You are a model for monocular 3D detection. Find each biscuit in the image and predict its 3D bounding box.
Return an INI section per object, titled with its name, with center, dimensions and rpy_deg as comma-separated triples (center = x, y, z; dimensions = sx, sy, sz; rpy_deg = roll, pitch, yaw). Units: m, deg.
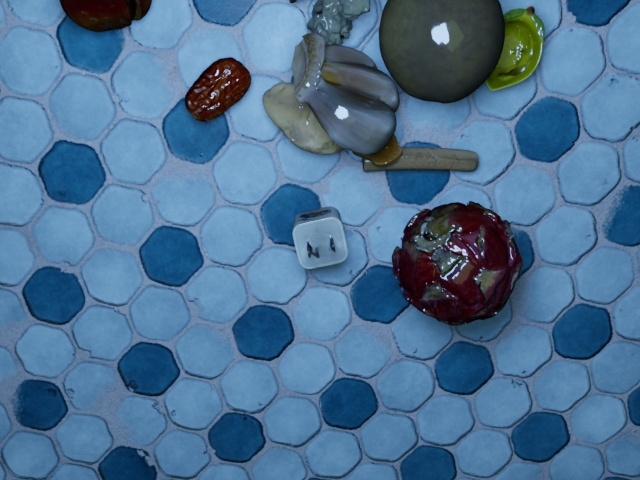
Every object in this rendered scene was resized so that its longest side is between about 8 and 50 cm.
[biscuit]
center = 0.133, -0.244, 1.507
dimensions = 0.118, 0.023, 0.140
rpy_deg = -20, 69, -3

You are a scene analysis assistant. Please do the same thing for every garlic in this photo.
[garlic]
center = 0.078, -0.329, 1.375
dimensions = 0.325, 0.279, 0.132
rpy_deg = 17, 150, -34

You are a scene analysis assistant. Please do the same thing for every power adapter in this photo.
[power adapter]
center = 0.000, 0.000, 1.516
dimensions = 0.130, 0.205, 0.125
rpy_deg = -12, 105, 1

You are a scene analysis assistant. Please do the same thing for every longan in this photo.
[longan]
center = 0.272, -0.458, 1.352
dimensions = 0.297, 0.297, 0.297
rpy_deg = 0, 105, -1

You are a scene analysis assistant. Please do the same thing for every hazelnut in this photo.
[hazelnut]
center = -0.496, -0.571, 1.379
dimensions = 0.204, 0.178, 0.178
rpy_deg = -41, 103, -18

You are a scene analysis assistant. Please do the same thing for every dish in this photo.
[dish]
center = 0.457, -0.464, 1.457
dimensions = 0.149, 0.080, 0.207
rpy_deg = 26, 105, -3

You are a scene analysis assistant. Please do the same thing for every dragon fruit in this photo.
[dragon fruit]
center = 0.341, 0.055, 1.483
dimensions = 0.329, 0.329, 0.329
rpy_deg = 0, 105, -1

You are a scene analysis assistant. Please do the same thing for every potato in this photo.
[potato]
center = -0.024, -0.307, 1.471
dimensions = 0.161, 0.128, 0.235
rpy_deg = -42, 96, 9

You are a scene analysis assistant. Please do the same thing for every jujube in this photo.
[jujube]
center = -0.252, -0.367, 1.457
dimensions = 0.176, 0.109, 0.112
rpy_deg = -39, 134, 10

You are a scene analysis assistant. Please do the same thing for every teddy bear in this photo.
[teddy bear]
center = -0.018, -0.605, 1.270
dimensions = 0.224, 0.367, 0.357
rpy_deg = -45, 102, 5

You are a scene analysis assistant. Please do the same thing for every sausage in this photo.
[sausage]
center = 0.255, -0.207, 1.535
dimensions = 0.301, 0.066, 0.066
rpy_deg = -1, 105, -2
